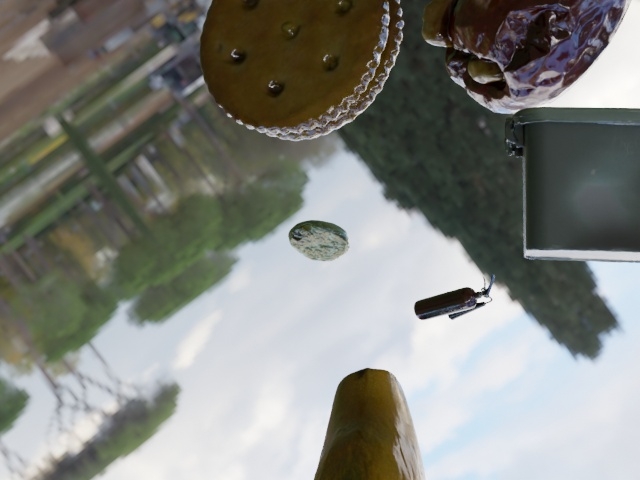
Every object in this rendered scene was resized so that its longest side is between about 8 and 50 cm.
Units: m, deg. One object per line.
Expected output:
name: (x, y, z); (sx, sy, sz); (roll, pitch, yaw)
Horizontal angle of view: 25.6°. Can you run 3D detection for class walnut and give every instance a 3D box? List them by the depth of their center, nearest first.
walnut: (0.281, -0.317, 1.897); (0.269, 0.244, 0.222); (-42, 148, -10)

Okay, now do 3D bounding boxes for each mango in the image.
mango: (0.063, 0.306, 1.735); (0.144, 0.187, 0.359); (-2, -148, 5)

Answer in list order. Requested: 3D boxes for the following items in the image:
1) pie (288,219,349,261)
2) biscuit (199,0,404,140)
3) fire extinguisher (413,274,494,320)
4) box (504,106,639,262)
pie: (0.000, 0.000, 1.830); (0.085, 0.085, 0.017); (-29, -142, 44)
biscuit: (-0.022, -0.208, 1.431); (0.220, 0.220, 0.066); (-34, 155, 14)
fire extinguisher: (0.154, 0.071, 1.542); (0.100, 0.046, 0.032); (-17, -145, 36)
box: (0.297, -0.048, 1.345); (0.243, 0.135, 0.163); (1, 174, 6)
